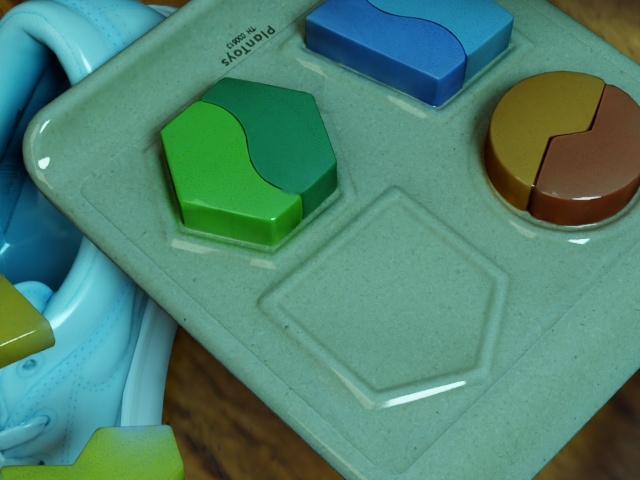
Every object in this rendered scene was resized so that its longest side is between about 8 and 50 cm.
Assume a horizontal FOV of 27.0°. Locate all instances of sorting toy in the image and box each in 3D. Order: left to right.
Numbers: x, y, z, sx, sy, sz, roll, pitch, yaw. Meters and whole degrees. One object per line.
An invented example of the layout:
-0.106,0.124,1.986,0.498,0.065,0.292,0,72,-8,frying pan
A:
0.000,0.000,0.497,0.307,0.041,0.229,-41,71,-21,sorting toy

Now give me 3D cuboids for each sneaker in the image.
-0.149,0.061,0.598,0.135,0.150,0.365,14,93,26,sneaker
